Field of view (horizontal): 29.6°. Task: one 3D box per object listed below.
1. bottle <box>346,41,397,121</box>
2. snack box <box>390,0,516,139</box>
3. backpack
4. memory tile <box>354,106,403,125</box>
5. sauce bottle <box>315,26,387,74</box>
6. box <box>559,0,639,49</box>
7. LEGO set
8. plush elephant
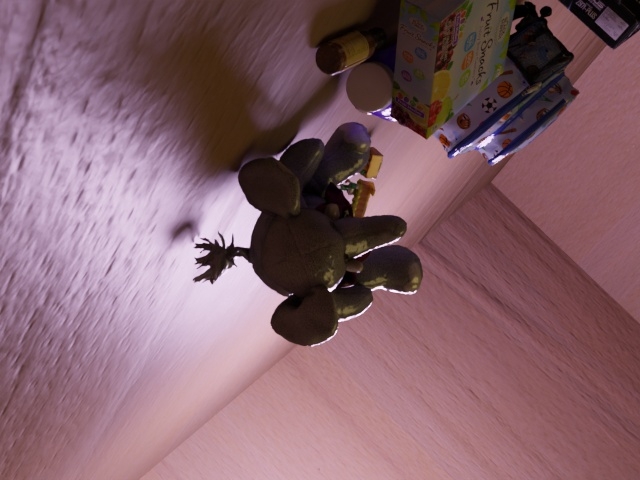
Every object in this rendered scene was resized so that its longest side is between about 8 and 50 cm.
[{"bbox_3d":[0.117,-0.227,1.718,0.118,0.092,0.283,-51,170,22],"label":"bottle"},{"bbox_3d":[0.173,-0.260,1.554,0.174,0.070,0.207,-41,154,-29],"label":"snack box"},{"bbox_3d":[0.316,-0.257,2.204,0.263,0.213,0.276,-31,170,-19],"label":"backpack"},{"bbox_3d":[0.124,-0.196,1.857,0.148,0.113,0.012,-25,130,-65],"label":"memory tile"},{"bbox_3d":[0.041,-0.236,1.491,0.042,0.042,0.128,-51,170,35],"label":"sauce bottle"},{"bbox_3d":[0.540,-0.465,2.307,0.147,0.180,0.077,-34,166,-50],"label":"box"},{"bbox_3d":[0.025,-0.056,2.198,0.287,0.107,0.132,113,-12,-56],"label":"LEGO set"},{"bbox_3d":[0.000,0.000,1.650,0.330,0.271,0.255,-18,-170,-16],"label":"plush elephant"}]
